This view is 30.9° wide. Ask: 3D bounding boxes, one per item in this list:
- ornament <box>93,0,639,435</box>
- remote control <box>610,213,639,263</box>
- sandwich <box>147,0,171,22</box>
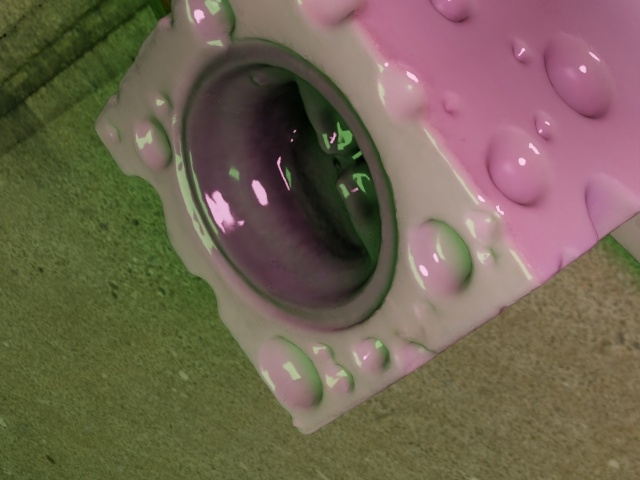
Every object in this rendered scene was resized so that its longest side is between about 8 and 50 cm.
[{"bbox_3d":[0.054,-0.069,0.695,0.240,0.240,0.239,55,140,6],"label":"ornament"},{"bbox_3d":[0.221,-0.044,0.783,0.250,0.034,0.103,44,140,1],"label":"remote control"},{"bbox_3d":[-0.056,-0.169,0.739,0.063,0.245,0.212,49,142,9],"label":"sandwich"}]
